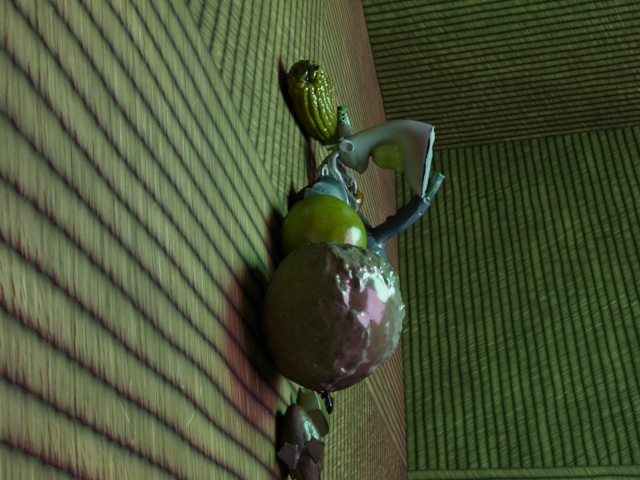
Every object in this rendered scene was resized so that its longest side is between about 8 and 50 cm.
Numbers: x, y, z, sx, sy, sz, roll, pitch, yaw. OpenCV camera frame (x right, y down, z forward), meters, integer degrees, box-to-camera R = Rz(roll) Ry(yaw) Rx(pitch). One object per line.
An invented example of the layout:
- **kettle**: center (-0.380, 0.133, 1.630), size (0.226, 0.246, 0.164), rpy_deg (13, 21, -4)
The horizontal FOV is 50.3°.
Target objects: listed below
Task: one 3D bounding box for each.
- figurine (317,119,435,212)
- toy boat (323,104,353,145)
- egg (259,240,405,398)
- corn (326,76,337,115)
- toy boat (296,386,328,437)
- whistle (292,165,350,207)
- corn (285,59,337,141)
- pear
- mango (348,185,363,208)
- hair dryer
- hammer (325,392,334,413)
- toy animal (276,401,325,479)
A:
- **figurine**: center (0.125, -0.173, 1.780), size (0.206, 0.316, 0.284), rpy_deg (-52, 148, -58)
- **toy boat**: center (0.048, -0.345, 2.051), size (0.276, 0.084, 0.111), rpy_deg (-71, 151, -71)
- **egg**: center (0.016, 0.137, 1.231), size (0.310, 0.279, 0.279), rpy_deg (109, -11, -48)
- **corn**: center (0.013, -0.372, 1.912), size (0.068, 0.068, 0.207), rpy_deg (63, 25, -60)
- **toy boat**: center (-0.016, 0.369, 1.438), size (0.066, 0.065, 0.172), rpy_deg (-113, -170, -54)
- **whistle**: center (-0.001, 0.000, 1.571), size (0.142, 0.134, 0.346), rpy_deg (17, 78, -81)
- **corn**: center (-0.014, -0.330, 1.687), size (0.313, 0.102, 0.102), rpy_deg (62, 25, -65)
- **pear**: center (0.004, 0.003, 1.416), size (0.198, 0.198, 0.198), rpy_deg (-6, 90, -78)
- **mango**: center (0.104, -0.135, 2.219), size (0.063, 0.077, 0.127), rpy_deg (50, 14, -28)
- **hair dryer**: center (0.192, -0.084, 1.889), size (0.121, 0.361, 0.301), rpy_deg (24, 36, -51)
- **hammer**: center (0.003, 0.277, 1.652), size (0.125, 0.027, 0.297), rpy_deg (-49, 133, -81)
- **toy animal**: center (-0.034, 0.402, 1.298), size (0.179, 0.089, 0.188), rpy_deg (168, -89, -87)
